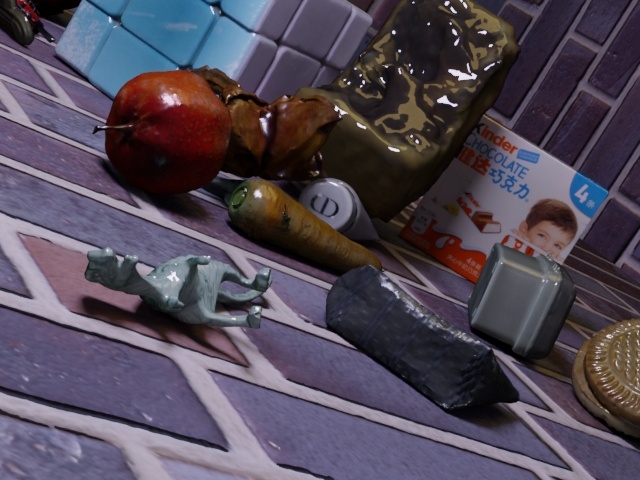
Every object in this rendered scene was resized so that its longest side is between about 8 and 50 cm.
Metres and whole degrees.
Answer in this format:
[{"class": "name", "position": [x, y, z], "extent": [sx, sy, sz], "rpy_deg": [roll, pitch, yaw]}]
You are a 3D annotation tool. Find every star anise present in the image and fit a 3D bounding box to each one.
[{"class": "star anise", "position": [-0.123, -0.163, 1.830], "extent": [0.346, 0.148, 0.237], "rpy_deg": [20, -3, 32]}]

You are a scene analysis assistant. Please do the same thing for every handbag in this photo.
[{"class": "handbag", "position": [0.119, 0.117, 1.580], "extent": [0.270, 0.089, 0.175], "rpy_deg": [35, 3, 14]}]

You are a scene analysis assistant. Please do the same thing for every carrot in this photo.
[{"class": "carrot", "position": [0.000, 0.000, 1.780], "extent": [0.298, 0.078, 0.078], "rpy_deg": [27, 12, -37]}]

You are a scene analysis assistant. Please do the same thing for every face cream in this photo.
[{"class": "face cream", "position": [0.023, -0.046, 2.002], "extent": [0.143, 0.089, 0.314], "rpy_deg": [31, 3, 6]}]

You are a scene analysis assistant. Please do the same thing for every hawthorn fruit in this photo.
[{"class": "hawthorn fruit", "position": [-0.203, -0.132, 1.613], "extent": [0.157, 0.157, 0.194], "rpy_deg": [38, 23, 27]}]

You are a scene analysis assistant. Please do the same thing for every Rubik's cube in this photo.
[{"class": "Rubik's cube", "position": [-0.167, -0.330, 2.112], "extent": [0.322, 0.316, 0.319], "rpy_deg": [38, 13, 24]}]

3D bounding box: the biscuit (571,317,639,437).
[{"class": "biscuit", "position": [0.495, 0.201, 1.915], "extent": [0.259, 0.079, 0.259], "rpy_deg": [2, 35, -1]}]

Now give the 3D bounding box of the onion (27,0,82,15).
[{"class": "onion", "position": [-0.500, -0.507, 2.322], "extent": [0.246, 0.190, 0.246], "rpy_deg": [48, 1, -1]}]

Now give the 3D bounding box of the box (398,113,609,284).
[{"class": "box", "position": [0.319, -0.047, 2.300], "extent": [0.273, 0.265, 0.048], "rpy_deg": [32, 12, 6]}]

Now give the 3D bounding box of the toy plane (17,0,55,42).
[{"class": "toy plane", "position": [-0.480, -0.375, 2.099], "extent": [0.145, 0.037, 0.060], "rpy_deg": [56, -5, -39]}]

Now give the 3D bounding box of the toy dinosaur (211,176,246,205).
[{"class": "toy dinosaur", "position": [-0.115, -0.069, 1.846], "extent": [0.187, 0.044, 0.106], "rpy_deg": [19, 1, 4]}]

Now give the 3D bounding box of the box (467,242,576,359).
[{"class": "box", "position": [0.304, 0.087, 2.005], "extent": [0.129, 0.148, 0.210], "rpy_deg": [24, 9, 2]}]

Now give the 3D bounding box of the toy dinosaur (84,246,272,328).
[{"class": "toy dinosaur", "position": [-0.087, 0.055, 1.292], "extent": [0.129, 0.076, 0.383], "rpy_deg": [15, -4, 26]}]

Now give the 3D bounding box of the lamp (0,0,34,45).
[{"class": "lamp", "position": [-0.560, -0.414, 1.953], "extent": [0.203, 0.124, 0.283], "rpy_deg": [28, 4, 36]}]

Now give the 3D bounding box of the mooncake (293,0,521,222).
[{"class": "mooncake", "position": [0.136, -0.229, 2.124], "extent": [0.246, 0.394, 0.393], "rpy_deg": [37, 9, 5]}]
